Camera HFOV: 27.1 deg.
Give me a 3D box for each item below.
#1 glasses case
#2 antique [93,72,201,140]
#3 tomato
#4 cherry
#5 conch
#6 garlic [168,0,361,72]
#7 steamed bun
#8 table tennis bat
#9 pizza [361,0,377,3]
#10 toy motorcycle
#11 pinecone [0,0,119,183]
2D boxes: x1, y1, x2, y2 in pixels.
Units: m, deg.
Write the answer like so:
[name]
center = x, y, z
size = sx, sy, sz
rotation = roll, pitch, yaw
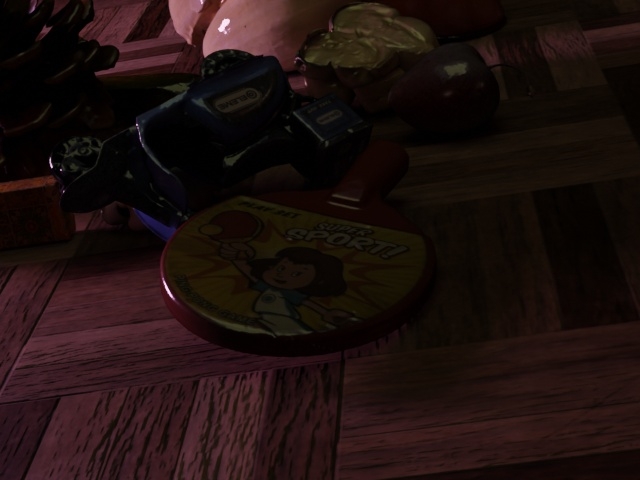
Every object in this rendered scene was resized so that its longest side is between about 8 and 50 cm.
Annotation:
[glasses case]
center = -0.412, -0.028, 1.612
size = 0.218, 0.075, 0.049
rotation = -8, 22, 8
[antique]
center = -0.252, -0.196, 1.923
size = 0.221, 0.080, 0.081
rotation = -2, 23, 21
[tomato]
center = 0.187, -0.396, 2.154
size = 0.228, 0.112, 0.199
rotation = 0, 23, 18
[cherry]
center = 0.165, -0.179, 1.660
size = 0.148, 0.115, 0.188
rotation = 6, 27, -10
[conch]
center = -0.199, -0.056, 1.609
size = 0.176, 0.094, 0.104
rotation = 10, 2, -21
[garlic]
center = -0.090, -0.393, 2.149
size = 0.313, 0.286, 0.249
rotation = -16, -6, -2
[steamed bun]
center = 0.074, -0.243, 1.861
size = 0.192, 0.106, 0.177
rotation = 12, 44, 19
[table tennis bat]
center = 0.000, 0.000, 1.354
size = 0.268, 0.051, 0.414
rotation = 13, 32, 19
[pizza]
center = 0.030, -0.402, 2.282
size = 0.154, 0.069, 0.194
rotation = 8, 31, 39
[toy motorcycle]
center = -0.128, -0.094, 1.515
size = 0.358, 0.125, 0.212
rotation = -30, 63, -32
[pinecone]
center = -0.473, -0.254, 1.760
size = 0.384, 0.384, 0.384
rotation = -9, 23, 4
